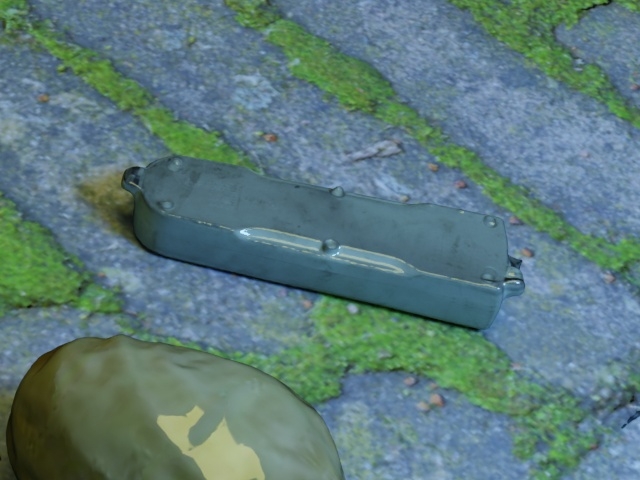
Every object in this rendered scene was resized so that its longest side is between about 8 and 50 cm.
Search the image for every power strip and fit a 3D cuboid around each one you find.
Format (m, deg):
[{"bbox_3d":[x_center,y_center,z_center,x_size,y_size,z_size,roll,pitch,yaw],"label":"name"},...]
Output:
[{"bbox_3d":[0.000,-0.002,1.288,0.286,0.048,0.080,12,40,-4],"label":"power strip"}]

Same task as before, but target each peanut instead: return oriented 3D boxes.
[{"bbox_3d":[-0.038,0.154,1.042,0.319,0.147,0.147,32,44,20],"label":"peanut"}]
